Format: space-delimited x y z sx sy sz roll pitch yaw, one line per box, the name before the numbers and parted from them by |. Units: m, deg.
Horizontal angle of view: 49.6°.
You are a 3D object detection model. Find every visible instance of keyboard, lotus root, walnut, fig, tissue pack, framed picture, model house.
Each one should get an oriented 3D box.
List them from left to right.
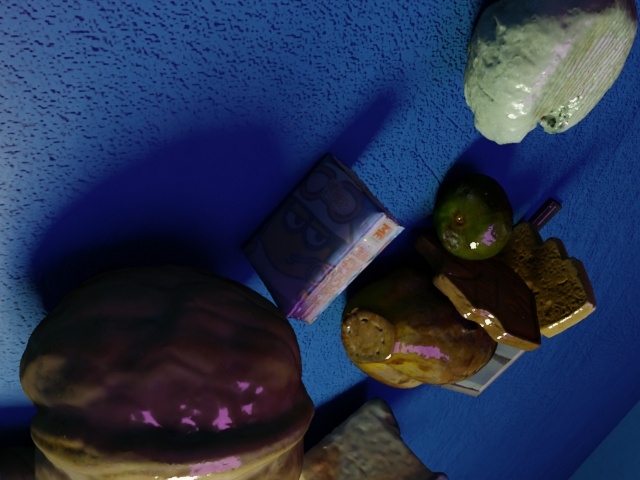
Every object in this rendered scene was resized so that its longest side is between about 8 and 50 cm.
walnut | -0.142 0.169 0.694 0.285 0.285 0.297 -7 104 -38
tissue pack | 0.000 0.000 0.764 0.155 0.116 0.065 -46 143 11
model house | 0.097 0.491 1.224 0.245 0.280 0.312 -34 155 -28
lotus root | 0.147 0.135 1.003 0.290 0.193 0.193 15 119 -51
fig | 0.220 -0.032 0.961 0.117 0.117 0.177 -53 163 19
framed picture | 0.353 0.242 1.464 0.213 0.016 0.289 -47 145 11
keyboard | 0.350 -0.007 1.181 0.155 0.010 0.053 -50 146 15

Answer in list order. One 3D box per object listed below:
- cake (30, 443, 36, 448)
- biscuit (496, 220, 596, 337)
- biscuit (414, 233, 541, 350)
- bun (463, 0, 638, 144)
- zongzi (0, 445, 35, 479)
cake | -0.242 0.301 0.899 0.295 0.113 0.116 13 120 -37
biscuit | 0.331 0.076 1.075 0.041 0.238 0.212 29 85 -30
biscuit | 0.223 0.055 0.976 0.215 0.182 0.034 35 121 -10
bun | 0.235 -0.200 0.748 0.204 0.126 0.212 -48 153 11
zongzi | -0.379 0.321 0.772 0.256 0.115 0.228 12 116 -48
